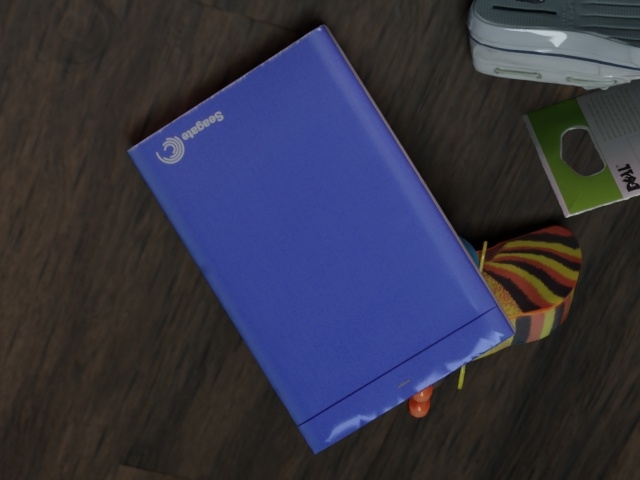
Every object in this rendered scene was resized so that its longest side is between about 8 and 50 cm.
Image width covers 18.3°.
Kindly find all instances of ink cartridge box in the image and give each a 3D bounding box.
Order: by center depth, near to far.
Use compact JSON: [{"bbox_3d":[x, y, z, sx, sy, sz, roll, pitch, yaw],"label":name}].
[{"bbox_3d":[0.329,-0.071,1.785,0.255,0.189,0.097,-16,125,2],"label":"ink cartridge box"}]

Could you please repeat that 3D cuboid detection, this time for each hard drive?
[{"bbox_3d":[0.000,0.000,1.762,0.210,0.040,0.319,-32,90,10],"label":"hard drive"}]

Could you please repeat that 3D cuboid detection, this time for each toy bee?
[{"bbox_3d":[0.112,0.088,1.857,0.298,0.162,0.195,-20,146,9],"label":"toy bee"}]

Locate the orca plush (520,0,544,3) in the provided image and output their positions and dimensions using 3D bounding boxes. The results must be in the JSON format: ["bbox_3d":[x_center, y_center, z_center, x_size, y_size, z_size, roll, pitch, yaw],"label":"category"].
[{"bbox_3d":[0.214,-0.255,1.661,0.287,0.151,0.102,10,108,35],"label":"orca plush"}]

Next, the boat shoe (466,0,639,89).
[{"bbox_3d":[0.243,-0.173,1.763,0.226,0.083,0.076,11,138,10],"label":"boat shoe"}]
